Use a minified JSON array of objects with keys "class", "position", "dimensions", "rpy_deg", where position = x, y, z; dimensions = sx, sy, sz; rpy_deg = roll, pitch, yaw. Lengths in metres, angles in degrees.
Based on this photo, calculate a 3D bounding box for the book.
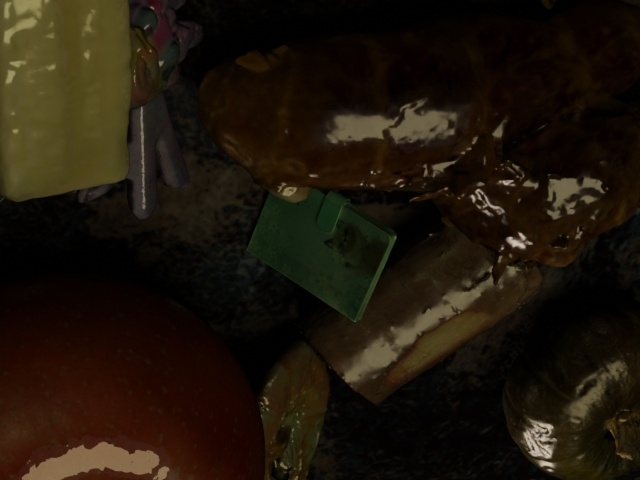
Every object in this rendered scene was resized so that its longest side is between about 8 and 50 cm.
[{"class":"book","position":[0.000,0.000,1.350],"dimensions":[0.017,0.135,0.103],"rpy_deg":[-20,139,-57]}]

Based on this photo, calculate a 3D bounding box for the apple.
[{"class":"apple","position":[-0.225,0.194,1.297],"dimensions":[0.348,0.277,0.348],"rpy_deg":[-9,124,-14]}]

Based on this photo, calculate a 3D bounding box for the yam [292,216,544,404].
[{"class":"yam","position":[0.102,0.056,1.413],"dimensions":[0.238,0.129,0.128],"rpy_deg":[-36,138,2]}]

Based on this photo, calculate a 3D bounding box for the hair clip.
[{"class":"hair clip","position":[-0.150,-0.139,1.224],"dimensions":[0.090,0.137,0.278],"rpy_deg":[25,128,17]}]

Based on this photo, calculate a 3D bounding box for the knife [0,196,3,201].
[{"class":"knife","position":[-0.414,0.020,1.265],"dimensions":[0.343,0.027,0.061],"rpy_deg":[-27,158,-1]}]

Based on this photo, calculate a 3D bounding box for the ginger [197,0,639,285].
[{"class":"ginger","position":[0.104,-0.084,1.257],"dimensions":[0.418,0.176,0.254],"rpy_deg":[-3,86,-12]}]

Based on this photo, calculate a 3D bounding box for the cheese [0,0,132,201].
[{"class":"cheese","position":[-0.223,-0.203,1.071],"dimensions":[0.124,0.242,0.265],"rpy_deg":[-12,124,-23]}]

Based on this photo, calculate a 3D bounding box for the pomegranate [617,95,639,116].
[{"class":"pomegranate","position":[0.397,-0.103,1.341],"dimensions":[0.306,0.242,0.242],"rpy_deg":[-28,125,0]}]

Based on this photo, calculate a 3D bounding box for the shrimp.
[{"class":"shrimp","position":[-0.041,0.216,1.479],"dimensions":[0.061,0.145,0.267],"rpy_deg":[23,137,14]}]

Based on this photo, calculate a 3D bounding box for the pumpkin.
[{"class":"pumpkin","position":[0.303,0.169,1.531],"dimensions":[0.219,0.162,0.219],"rpy_deg":[-10,128,-13]}]

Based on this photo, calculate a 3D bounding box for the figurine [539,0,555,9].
[{"class":"figurine","position":[0.233,-0.271,1.176],"dimensions":[0.167,0.257,0.192],"rpy_deg":[-27,134,-38]}]
